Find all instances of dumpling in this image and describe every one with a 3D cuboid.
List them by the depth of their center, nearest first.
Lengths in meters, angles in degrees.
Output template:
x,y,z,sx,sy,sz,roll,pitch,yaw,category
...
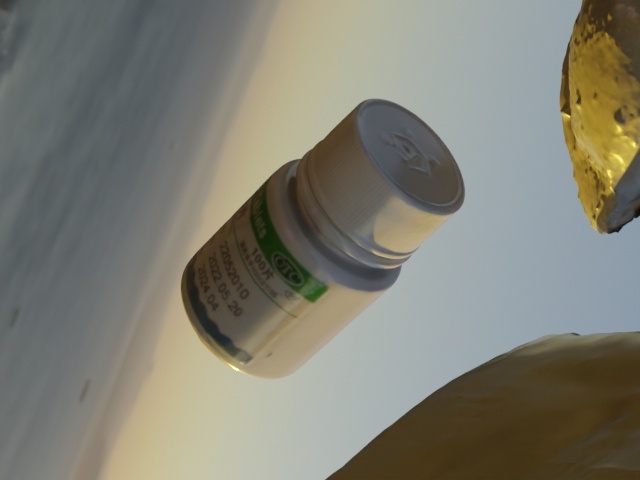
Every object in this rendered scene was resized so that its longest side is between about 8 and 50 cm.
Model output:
x,y,z,sx,sy,sz,roll,pitch,yaw,category
0.258,-0.154,1.158,0.243,0.175,0.227,-38,-140,15,dumpling

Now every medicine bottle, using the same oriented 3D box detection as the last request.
x,y,z,sx,sy,sz,roll,pitch,yaw,category
0.000,0.000,1.189,0.237,0.139,0.139,-44,-161,35,medicine bottle

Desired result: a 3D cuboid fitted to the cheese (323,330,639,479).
x,y,z,sx,sy,sz,roll,pitch,yaw,category
0.072,0.133,0.434,0.242,0.124,0.265,-33,-169,-22,cheese
